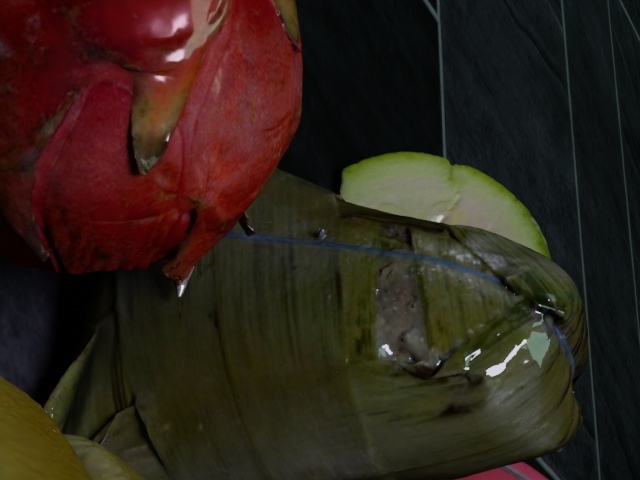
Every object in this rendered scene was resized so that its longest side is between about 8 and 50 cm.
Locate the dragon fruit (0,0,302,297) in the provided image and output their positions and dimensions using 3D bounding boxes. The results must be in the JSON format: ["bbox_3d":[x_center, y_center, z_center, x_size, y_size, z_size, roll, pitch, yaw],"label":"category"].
[{"bbox_3d":[-0.123,-0.102,1.019,0.241,0.241,0.252,39,54,-59],"label":"dragon fruit"}]

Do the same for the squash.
[{"bbox_3d":[0.102,0.104,1.722,0.309,0.210,0.233,98,-5,-54],"label":"squash"}]

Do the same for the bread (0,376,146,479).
[{"bbox_3d":[-0.130,0.208,0.809,0.341,0.210,0.300,50,28,-31],"label":"bread"}]

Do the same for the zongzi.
[{"bbox_3d":[0.000,0.000,1.155,0.160,0.323,0.360,65,19,-46],"label":"zongzi"}]

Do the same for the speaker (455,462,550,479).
[{"bbox_3d":[0.055,0.266,1.208,0.294,0.294,0.294,-12,90,-69],"label":"speaker"}]
